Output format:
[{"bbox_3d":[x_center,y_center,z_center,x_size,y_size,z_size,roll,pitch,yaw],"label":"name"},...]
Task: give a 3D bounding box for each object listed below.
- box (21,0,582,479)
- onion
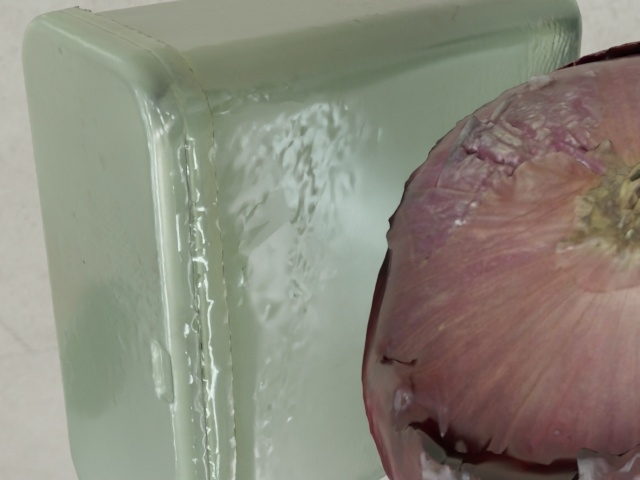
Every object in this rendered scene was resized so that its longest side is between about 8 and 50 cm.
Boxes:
[{"bbox_3d":[0.000,0.000,0.770,0.343,0.177,0.352,-21,122,-34],"label":"box"},{"bbox_3d":[0.127,0.029,0.409,0.248,0.248,0.161,0,137,7],"label":"onion"}]
